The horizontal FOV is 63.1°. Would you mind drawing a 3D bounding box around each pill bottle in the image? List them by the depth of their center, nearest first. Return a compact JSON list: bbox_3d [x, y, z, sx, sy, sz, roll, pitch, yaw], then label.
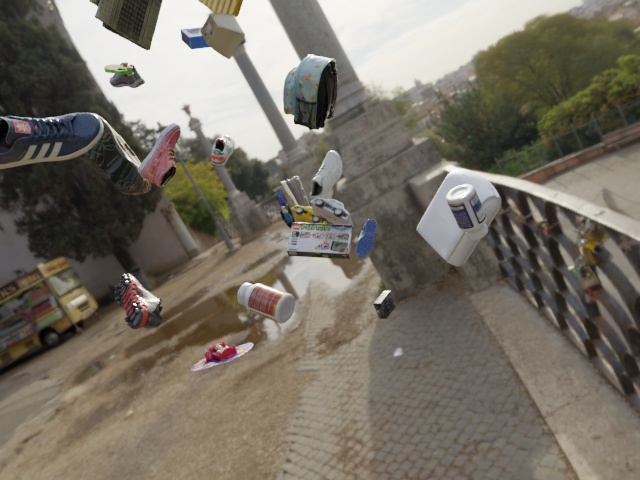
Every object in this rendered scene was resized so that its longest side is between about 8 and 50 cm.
[{"bbox_3d":[0.477,-0.088,1.674,0.094,0.169,0.094,-25,26,13],"label":"pill bottle"},{"bbox_3d":[-0.218,0.239,2.054,0.216,0.121,0.121,16,35,29],"label":"pill bottle"}]

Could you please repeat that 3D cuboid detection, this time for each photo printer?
[{"bbox_3d":[0.503,-0.098,1.891,0.307,0.107,0.256,-63,31,21],"label":"photo printer"}]

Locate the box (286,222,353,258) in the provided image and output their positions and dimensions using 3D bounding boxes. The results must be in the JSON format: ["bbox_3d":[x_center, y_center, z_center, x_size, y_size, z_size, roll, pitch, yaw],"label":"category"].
[{"bbox_3d":[0.000,0.000,1.725,0.207,0.036,0.114,3,60,11],"label":"box"}]

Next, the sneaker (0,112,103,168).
[{"bbox_3d":[-0.802,-0.300,1.468,0.350,0.131,0.148,-20,-14,-12],"label":"sneaker"}]

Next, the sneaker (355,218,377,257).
[{"bbox_3d":[0.227,0.003,2.615,0.090,0.081,0.232,106,-173,-56],"label":"sneaker"}]

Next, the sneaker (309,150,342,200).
[{"bbox_3d":[0.018,-0.261,2.154,0.090,0.232,0.115,18,6,29],"label":"sneaker"}]

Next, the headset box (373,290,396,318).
[{"bbox_3d":[0.219,0.214,1.750,0.032,0.062,0.083,-6,25,42],"label":"headset box"}]

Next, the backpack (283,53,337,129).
[{"bbox_3d":[-0.025,-0.443,1.518,0.166,0.144,0.188,-55,-16,-45],"label":"backpack"}]

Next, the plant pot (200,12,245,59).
[{"bbox_3d":[-0.336,-0.695,1.749,0.096,0.109,0.109,0,-37,-48],"label":"plant pot"}]

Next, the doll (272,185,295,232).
[{"bbox_3d":[-0.122,-0.100,1.870,0.046,0.189,0.129,-21,-17,-2],"label":"doll"}]

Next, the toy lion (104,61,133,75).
[{"bbox_3d":[-0.788,-0.665,2.026,0.096,0.034,0.100,-17,40,-28],"label":"toy lion"}]

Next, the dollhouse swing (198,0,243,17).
[{"bbox_3d":[-0.433,-1.078,1.980,0.305,0.347,0.315,-55,-30,14],"label":"dollhouse swing"}]

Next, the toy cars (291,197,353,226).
[{"bbox_3d":[0.016,-0.106,2.091,0.087,0.176,0.393,-48,15,-20],"label":"toy cars"}]

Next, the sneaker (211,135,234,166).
[{"bbox_3d":[-0.327,-0.319,1.755,0.161,0.057,0.075,-77,1,-46],"label":"sneaker"}]

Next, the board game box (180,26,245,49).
[{"bbox_3d":[-0.411,-0.779,1.987,0.210,0.047,0.160,-15,36,-21],"label":"board game box"}]

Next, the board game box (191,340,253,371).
[{"bbox_3d":[-0.259,0.286,1.341,0.168,0.033,0.133,-19,4,14],"label":"board game box"}]

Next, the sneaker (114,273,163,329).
[{"bbox_3d":[-0.640,0.220,1.852,0.098,0.135,0.276,-56,46,12],"label":"sneaker"}]

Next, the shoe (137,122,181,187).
[{"bbox_3d":[-0.423,-0.235,1.446,0.178,0.081,0.063,-56,-10,-3],"label":"shoe"}]

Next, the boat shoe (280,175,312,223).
[{"bbox_3d":[-0.075,-0.155,2.452,0.096,0.324,0.116,-27,-12,-13],"label":"boat shoe"}]

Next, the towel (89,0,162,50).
[{"bbox_3d":[-0.676,-0.882,1.856,0.056,0.324,0.312,15,2,15],"label":"towel"}]

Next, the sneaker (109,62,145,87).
[{"bbox_3d":[-0.818,-0.696,2.171,0.223,0.098,0.083,14,47,37],"label":"sneaker"}]

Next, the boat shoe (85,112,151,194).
[{"bbox_3d":[-0.678,-0.273,1.727,0.122,0.324,0.120,-38,-11,7],"label":"boat shoe"}]
